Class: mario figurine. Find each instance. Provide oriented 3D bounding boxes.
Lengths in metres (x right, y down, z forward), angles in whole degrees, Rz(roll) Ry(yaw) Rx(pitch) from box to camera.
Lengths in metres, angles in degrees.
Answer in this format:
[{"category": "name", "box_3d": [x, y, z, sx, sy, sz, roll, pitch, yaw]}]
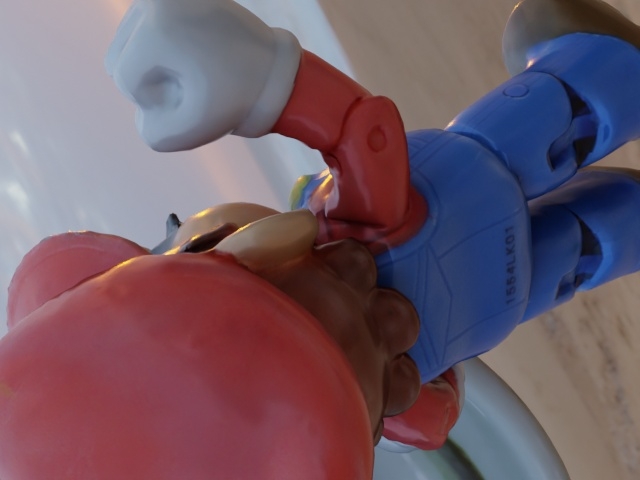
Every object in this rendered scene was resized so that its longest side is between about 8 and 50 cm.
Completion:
[{"category": "mario figurine", "box_3d": [0.000, 0.000, 0.511, 0.170, 0.320, 0.198, -30, 88, 50]}]

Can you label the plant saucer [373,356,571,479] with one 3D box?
[{"category": "plant saucer", "box_3d": [-0.058, 0.205, 0.691, 0.400, 0.400, 0.100, 61, 171, -20]}]
